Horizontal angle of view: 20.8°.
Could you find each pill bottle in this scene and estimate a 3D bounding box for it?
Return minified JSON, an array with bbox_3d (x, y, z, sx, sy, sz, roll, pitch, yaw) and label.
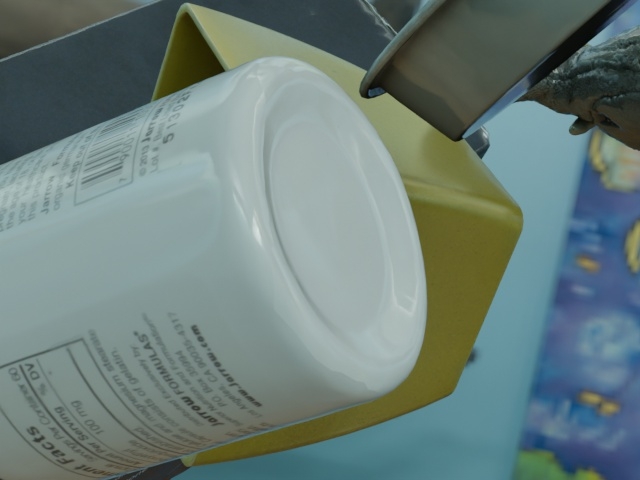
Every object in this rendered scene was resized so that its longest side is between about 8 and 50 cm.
[{"bbox_3d":[-0.086,0.026,0.674,0.229,0.131,0.131,-19,-8,28],"label":"pill bottle"}]

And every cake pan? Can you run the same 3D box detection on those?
[{"bbox_3d":[0.146,-0.149,0.858,0.054,0.293,0.293,50,11,2],"label":"cake pan"}]

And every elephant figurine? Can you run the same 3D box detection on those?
[{"bbox_3d":[0.250,-0.101,1.181,0.239,0.186,0.169,4,46,-53],"label":"elephant figurine"}]

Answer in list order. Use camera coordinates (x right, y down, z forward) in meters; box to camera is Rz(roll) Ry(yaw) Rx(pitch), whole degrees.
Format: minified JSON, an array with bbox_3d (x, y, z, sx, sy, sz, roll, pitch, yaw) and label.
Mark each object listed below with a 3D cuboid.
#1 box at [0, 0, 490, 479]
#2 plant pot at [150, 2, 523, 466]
[{"bbox_3d":[-0.166,0.024,1.693,0.480,0.472,0.297,-29,73,-41],"label":"box"},{"bbox_3d":[0.000,0.000,1.095,0.187,0.212,0.212,5,30,-26],"label":"plant pot"}]
